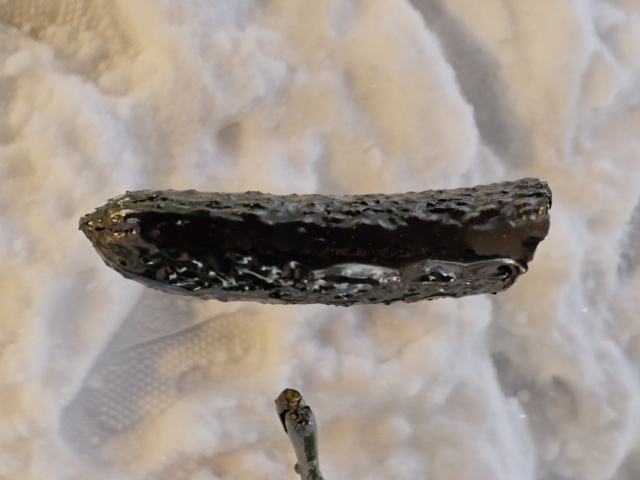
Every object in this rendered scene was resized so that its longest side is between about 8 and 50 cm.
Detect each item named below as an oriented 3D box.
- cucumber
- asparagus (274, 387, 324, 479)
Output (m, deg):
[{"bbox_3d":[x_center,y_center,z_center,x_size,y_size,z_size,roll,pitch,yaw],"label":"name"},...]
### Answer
[{"bbox_3d":[0.001,0.003,0.568,0.245,0.067,0.067,-3,85,-10],"label":"cucumber"},{"bbox_3d":[-0.005,0.127,0.621,0.023,0.233,0.022,8,67,8],"label":"asparagus"}]
